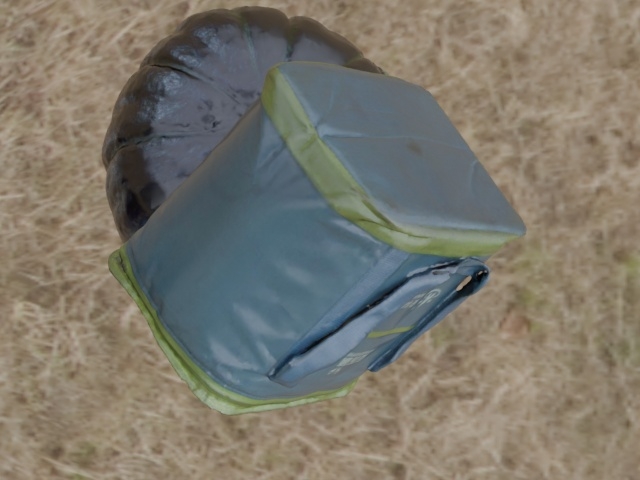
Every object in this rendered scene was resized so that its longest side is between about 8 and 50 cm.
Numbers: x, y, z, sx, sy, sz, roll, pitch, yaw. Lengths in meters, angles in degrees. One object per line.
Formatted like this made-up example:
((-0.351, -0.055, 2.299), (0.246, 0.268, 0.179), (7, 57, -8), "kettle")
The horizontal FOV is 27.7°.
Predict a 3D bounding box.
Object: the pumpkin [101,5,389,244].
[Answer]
((-0.072, -0.082, 1.485), (0.363, 0.266, 0.363), (3, 77, -13), "pumpkin")

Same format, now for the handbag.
((0.000, 0.000, 1.072), (0.263, 0.241, 0.222), (-5, 52, -53), "handbag")
